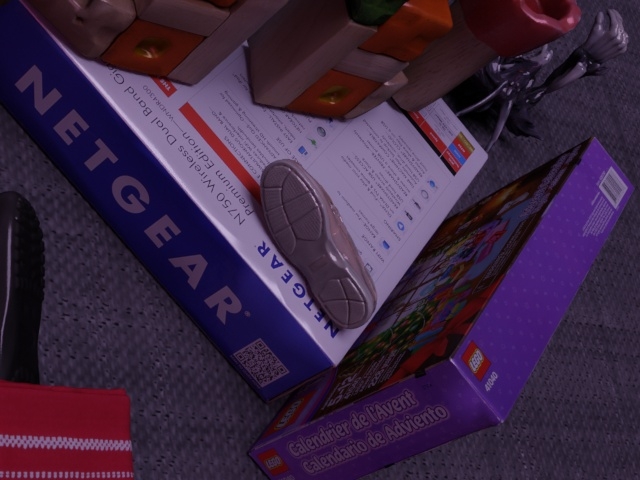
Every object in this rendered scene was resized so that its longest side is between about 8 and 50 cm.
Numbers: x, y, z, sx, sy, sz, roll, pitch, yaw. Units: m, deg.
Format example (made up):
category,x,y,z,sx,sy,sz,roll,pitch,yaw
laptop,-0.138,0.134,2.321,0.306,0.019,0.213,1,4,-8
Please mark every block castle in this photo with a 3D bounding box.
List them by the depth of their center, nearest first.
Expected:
category,x,y,z,sx,sy,sz,roll,pitch,yaw
block castle,-0.029,-0.280,0.906,0.453,0.213,0.303,9,59,-39

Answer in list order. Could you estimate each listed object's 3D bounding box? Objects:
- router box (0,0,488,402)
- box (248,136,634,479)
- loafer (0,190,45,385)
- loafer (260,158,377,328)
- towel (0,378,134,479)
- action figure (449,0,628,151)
category,x,y,z,sx,sy,sz,roll,pitch,yaw
router box,-0.054,-0.101,0.996,0.335,0.082,0.301,50,42,-8
box,0.093,0.053,0.953,0.057,0.201,0.293,51,42,-9
loafer,-0.205,0.080,0.761,0.080,0.078,0.220,73,16,-68
loafer,0.000,0.000,0.897,0.125,0.045,0.039,62,25,-6
towel,-0.151,0.203,0.675,0.199,0.031,0.275,21,63,-64
action figure,0.194,-0.211,1.258,0.164,0.141,0.276,38,42,-23
